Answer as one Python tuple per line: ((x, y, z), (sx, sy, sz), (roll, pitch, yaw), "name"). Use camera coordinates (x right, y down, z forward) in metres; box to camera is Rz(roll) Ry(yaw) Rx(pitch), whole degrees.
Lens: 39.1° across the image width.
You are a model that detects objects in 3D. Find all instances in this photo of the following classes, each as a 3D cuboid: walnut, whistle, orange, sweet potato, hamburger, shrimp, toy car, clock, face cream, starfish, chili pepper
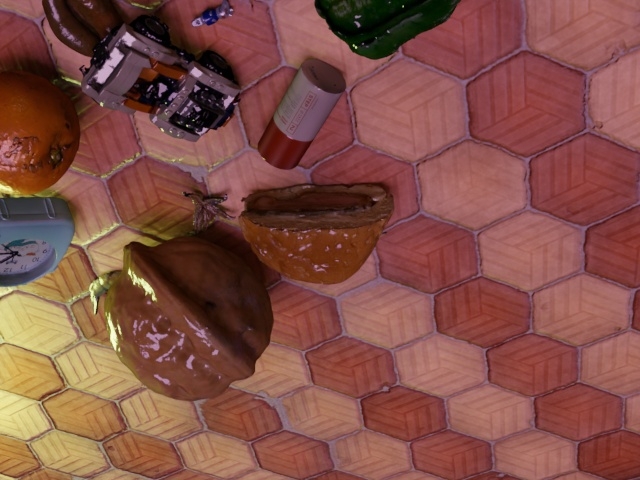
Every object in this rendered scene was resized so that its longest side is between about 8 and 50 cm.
((-0.299, 0.176, 2.025), (0.384, 0.383, 0.383), (4, 132, 4), "walnut")
((-0.203, -0.419, 1.677), (0.083, 0.029, 0.033), (-20, 119, 11), "whistle")
((-0.599, -0.212, 1.780), (0.246, 0.246, 0.246), (4, 132, 4), "orange")
((-0.485, -0.424, 1.693), (0.069, 0.059, 0.249), (-28, 120, 8), "sweet potato")
((0.000, 0.001, 1.943), (0.330, 0.162, 0.209), (-5, 130, 6), "hamburger")
((-0.495, 0.164, 2.234), (0.150, 0.051, 0.217), (2, 125, 10), "shrimp")
((-0.289, -0.295, 1.709), (0.301, 0.118, 0.193), (25, 122, -38), "toy car")
((-0.696, 0.014, 2.039), (0.224, 0.094, 0.274), (-1, 144, -37), "clock")
((-0.040, -0.244, 1.769), (0.096, 0.095, 0.214), (23, 131, -13), "face cream")
((-0.256, -0.078, 1.984), (0.133, 0.041, 0.130), (-32, 127, 21), "starfish")
((-0.419, -0.431, 1.670), (0.075, 0.075, 0.273), (-18, 131, 22), "sweet potato")
((0.170, -0.456, 1.502), (0.385, 0.213, 0.167), (-34, 162, 36), "chili pepper")
